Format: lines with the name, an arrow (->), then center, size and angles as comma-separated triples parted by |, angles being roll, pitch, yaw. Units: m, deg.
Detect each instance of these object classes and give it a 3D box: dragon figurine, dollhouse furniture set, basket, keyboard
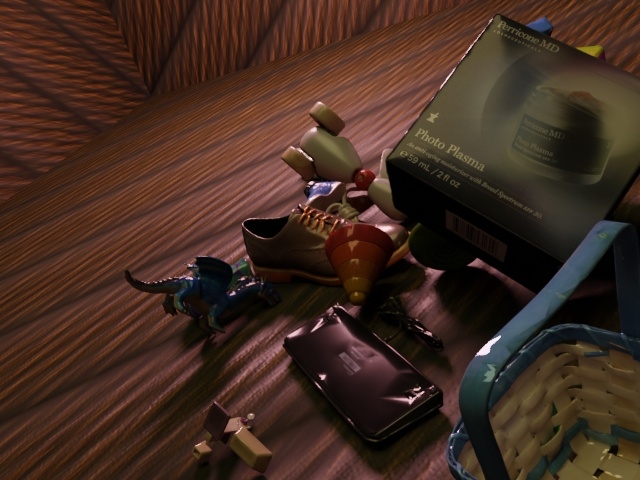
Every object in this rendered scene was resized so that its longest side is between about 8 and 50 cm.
dragon figurine -> -0.215, 0.079, 1.193 | 0.085, 0.289, 0.144 | -18, 47, 58
dollhouse furniture set -> -0.105, 0.292, 0.915 | 0.114, 0.091, 0.081 | 32, 13, 34
basket -> 0.228, 0.159, 0.583 | 0.254, 0.289, 0.201 | -35, 33, -31
keyboard -> 0.081, 0.171, 0.978 | 0.201, 0.033, 0.317 | -30, 28, -14

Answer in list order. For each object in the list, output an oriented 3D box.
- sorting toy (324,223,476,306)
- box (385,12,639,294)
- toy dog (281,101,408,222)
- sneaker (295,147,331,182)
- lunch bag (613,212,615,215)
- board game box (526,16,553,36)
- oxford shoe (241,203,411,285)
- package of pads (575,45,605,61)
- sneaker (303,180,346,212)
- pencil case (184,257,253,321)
sorting toy -> 0.183, 0.044, 1.060 | 0.365, 0.127, 0.126 | -6, 47, 12
box -> 0.300, -0.124, 0.957 | 0.296, 0.183, 0.294 | 33, 78, 20
toy dog -> 0.068, -0.145, 1.426 | 0.220, 0.334, 0.161 | -34, -21, 13
sneaker -> 0.007, -0.206, 1.719 | 0.094, 0.082, 0.208 | -26, 32, -25
lunch bag -> 0.473, -0.078, 1.123 | 0.071, 0.053, 0.083 | -6, 40, 34
board game box -> 0.522, -0.503, 1.789 | 0.210, 0.160, 0.047 | -25, 65, -6
oxford shoe -> 0.000, 0.000, 1.245 | 0.363, 0.133, 0.130 | -7, 32, 29
package of pads -> 0.529, -0.380, 1.603 | 0.296, 0.101, 0.229 | 2, 35, 40
sneaker -> -0.013, -0.097, 1.530 | 0.084, 0.058, 0.152 | 7, 33, 36
pencil case -> -0.199, 0.099, 1.296 | 0.151, 0.065, 0.070 | -32, -11, -17
